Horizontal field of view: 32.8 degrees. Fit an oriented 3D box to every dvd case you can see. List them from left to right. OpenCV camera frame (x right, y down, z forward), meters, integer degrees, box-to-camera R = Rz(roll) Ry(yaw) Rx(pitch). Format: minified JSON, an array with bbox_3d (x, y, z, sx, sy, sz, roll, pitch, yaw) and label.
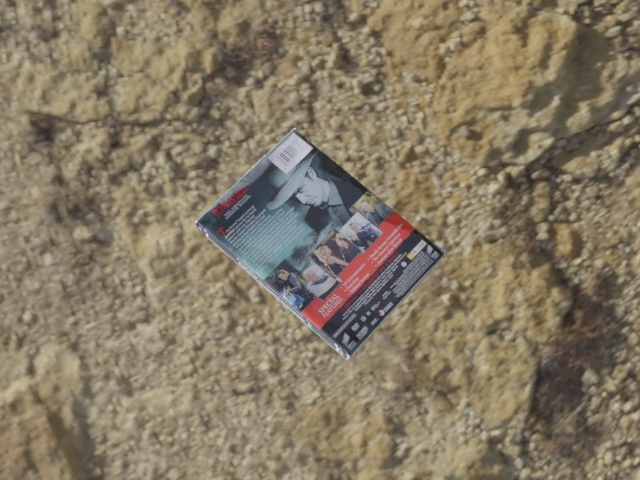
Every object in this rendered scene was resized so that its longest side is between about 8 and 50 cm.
[{"bbox_3d":[0.000,0.000,0.631,0.119,0.087,0.013,40,160,10],"label":"dvd case"}]
